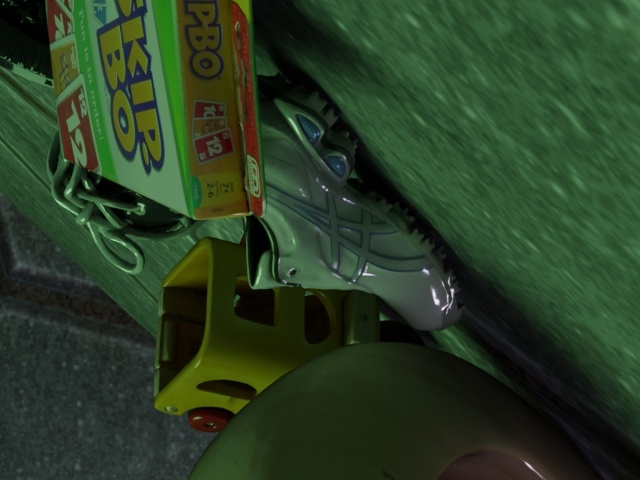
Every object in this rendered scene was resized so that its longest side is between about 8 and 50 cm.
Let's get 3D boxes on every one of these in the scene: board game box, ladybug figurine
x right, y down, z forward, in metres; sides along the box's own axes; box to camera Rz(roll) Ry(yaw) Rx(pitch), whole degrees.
[{"bbox_3d":[-0.083,-0.086,0.911,0.259,0.039,0.124,-160,64,-65],"label":"board game box"},{"bbox_3d":[0.067,0.244,1.069,0.162,0.305,0.449,-15,129,37],"label":"ladybug figurine"}]

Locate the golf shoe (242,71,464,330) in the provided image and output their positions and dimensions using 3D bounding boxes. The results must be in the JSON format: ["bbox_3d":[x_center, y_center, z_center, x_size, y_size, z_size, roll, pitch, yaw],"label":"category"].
[{"bbox_3d":[0.000,0.000,0.969,0.176,0.086,0.069,48,169,-30],"label":"golf shoe"}]

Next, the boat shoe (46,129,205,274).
[{"bbox_3d":[-0.115,-0.046,1.197,0.113,0.105,0.306,46,171,-9],"label":"boat shoe"}]

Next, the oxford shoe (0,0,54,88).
[{"bbox_3d":[-0.180,-0.156,1.133,0.227,0.083,0.096,42,-173,29],"label":"oxford shoe"}]

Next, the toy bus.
[{"bbox_3d":[-0.002,0.067,1.196,0.191,0.202,0.104,51,141,4],"label":"toy bus"}]
